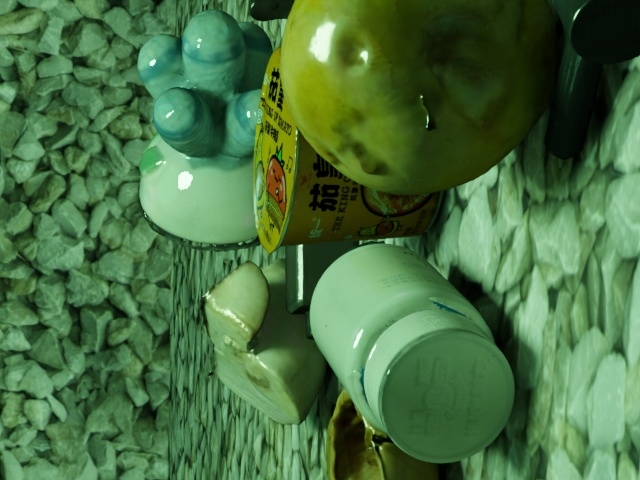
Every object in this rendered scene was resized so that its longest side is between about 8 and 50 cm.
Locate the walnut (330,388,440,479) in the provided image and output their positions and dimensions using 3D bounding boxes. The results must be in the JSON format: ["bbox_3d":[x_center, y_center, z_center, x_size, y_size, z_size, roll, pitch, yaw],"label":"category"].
[{"bbox_3d":[0.071,0.227,1.567,0.211,0.087,0.167,119,137,-67],"label":"walnut"}]

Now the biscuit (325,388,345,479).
[{"bbox_3d":[0.037,0.300,1.822,0.184,0.035,0.249,111,157,-54],"label":"biscuit"}]

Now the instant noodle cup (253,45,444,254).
[{"bbox_3d":[0.029,-0.089,1.615,0.216,0.172,0.216,-177,90,-76],"label":"instant noodle cup"}]

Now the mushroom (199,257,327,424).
[{"bbox_3d":[-0.041,0.123,2.016,0.162,0.173,0.236,-47,-20,-20],"label":"mushroom"}]

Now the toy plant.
[{"bbox_3d":[-0.147,-0.177,2.183,0.247,0.247,0.332,-101,11,-45],"label":"toy plant"}]

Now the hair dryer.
[{"bbox_3d":[0.197,-0.141,1.176,0.124,0.071,0.219,-99,8,-45],"label":"hair dryer"}]

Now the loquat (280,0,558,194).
[{"bbox_3d":[0.078,-0.152,1.292,0.244,0.243,0.244,-178,90,-77],"label":"loquat"}]

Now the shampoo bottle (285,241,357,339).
[{"bbox_3d":[0.000,0.000,1.928,0.080,0.079,0.246,137,133,-73],"label":"shampoo bottle"}]

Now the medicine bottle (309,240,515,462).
[{"bbox_3d":[0.081,0.100,1.431,0.258,0.143,0.143,-129,43,-72],"label":"medicine bottle"}]

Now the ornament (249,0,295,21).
[{"bbox_3d":[-0.047,-0.450,2.194,0.260,0.106,0.251,-104,22,-65],"label":"ornament"}]
